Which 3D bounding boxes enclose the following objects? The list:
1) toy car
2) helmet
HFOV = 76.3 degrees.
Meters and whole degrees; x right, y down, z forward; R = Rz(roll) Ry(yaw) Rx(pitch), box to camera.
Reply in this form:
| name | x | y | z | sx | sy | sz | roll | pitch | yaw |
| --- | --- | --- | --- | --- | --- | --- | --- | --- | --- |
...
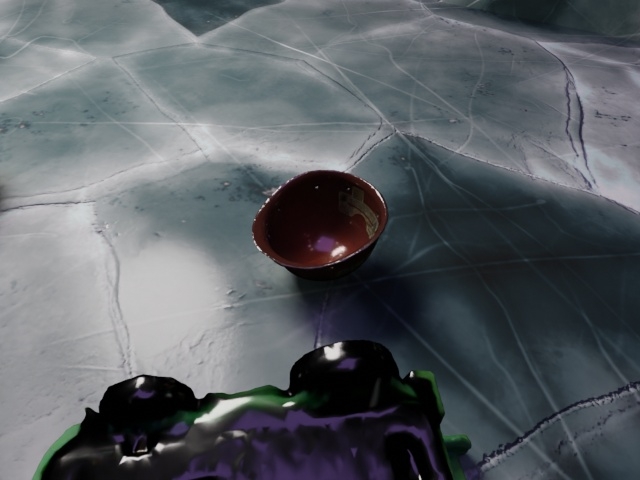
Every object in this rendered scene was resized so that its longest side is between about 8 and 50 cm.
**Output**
| name | x | y | z | sx | sy | sz | roll | pitch | yaw |
| --- | --- | --- | --- | --- | --- | --- | --- | --- | --- |
| toy car | -0.017 | 0.214 | 0.298 | 0.358 | 0.176 | 0.213 | -6 | 47 | -8 |
| helmet | 0.000 | 0.000 | 0.539 | 0.175 | 0.106 | 0.155 | -37 | 57 | -27 |
